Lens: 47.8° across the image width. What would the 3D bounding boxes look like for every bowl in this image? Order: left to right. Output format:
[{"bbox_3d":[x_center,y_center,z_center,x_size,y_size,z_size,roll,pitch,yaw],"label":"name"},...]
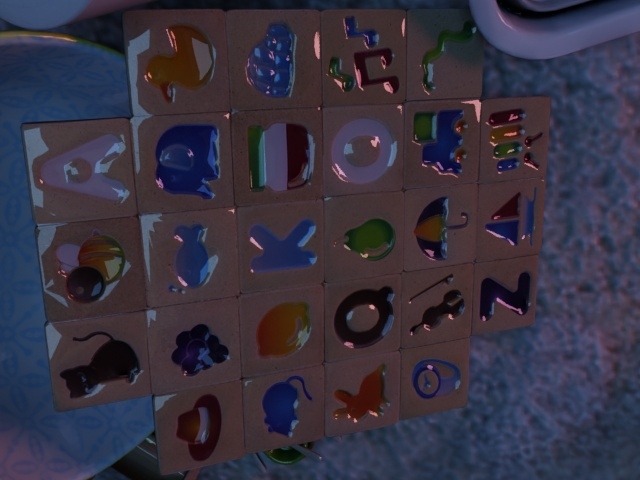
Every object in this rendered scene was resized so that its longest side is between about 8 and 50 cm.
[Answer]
[{"bbox_3d":[-0.212,0.008,0.475,0.156,0.290,0.289,20,112,46],"label":"bowl"}]

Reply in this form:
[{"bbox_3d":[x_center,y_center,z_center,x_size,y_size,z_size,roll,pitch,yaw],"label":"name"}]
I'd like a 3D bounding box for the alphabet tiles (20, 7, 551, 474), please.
[{"bbox_3d":[0.000,0.000,0.465,0.343,0.011,0.285,-7,107,-20],"label":"alphabet tiles"}]

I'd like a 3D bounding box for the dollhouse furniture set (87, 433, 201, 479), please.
[{"bbox_3d":[-0.157,0.235,0.599,0.182,0.101,0.161,34,130,-4],"label":"dollhouse furniture set"}]

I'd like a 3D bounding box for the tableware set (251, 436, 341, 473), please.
[{"bbox_3d":[-0.011,0.124,0.570,0.154,0.024,0.104,-27,101,12],"label":"tableware set"}]

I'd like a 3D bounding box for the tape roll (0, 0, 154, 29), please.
[{"bbox_3d":[-0.102,-0.242,0.347,0.246,0.169,0.246,27,133,32],"label":"tape roll"}]

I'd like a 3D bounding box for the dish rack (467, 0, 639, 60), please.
[{"bbox_3d":[0.216,-0.270,0.375,0.333,0.072,0.285,-17,128,8],"label":"dish rack"}]
